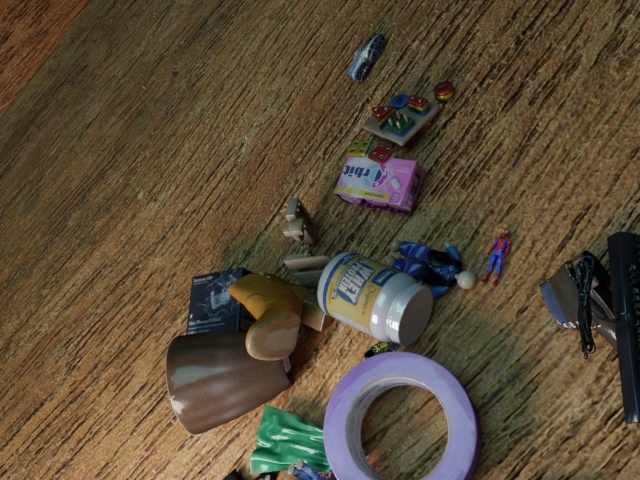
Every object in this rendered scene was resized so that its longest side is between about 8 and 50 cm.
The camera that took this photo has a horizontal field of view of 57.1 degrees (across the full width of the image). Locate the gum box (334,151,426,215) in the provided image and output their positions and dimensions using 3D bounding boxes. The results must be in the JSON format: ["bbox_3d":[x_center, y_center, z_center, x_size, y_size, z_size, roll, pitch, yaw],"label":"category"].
[{"bbox_3d":[0.136,-0.128,1.321,0.188,0.062,0.107,14,77,36],"label":"gum box"}]

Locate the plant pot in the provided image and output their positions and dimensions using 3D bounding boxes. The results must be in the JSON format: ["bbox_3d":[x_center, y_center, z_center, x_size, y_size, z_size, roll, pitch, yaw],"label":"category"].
[{"bbox_3d":[-0.179,0.282,1.265,0.230,0.215,0.216,-16,61,9],"label":"plant pot"}]

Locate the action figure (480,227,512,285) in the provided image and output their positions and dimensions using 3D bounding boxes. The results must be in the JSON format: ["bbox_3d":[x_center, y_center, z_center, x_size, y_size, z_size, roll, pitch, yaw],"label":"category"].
[{"bbox_3d":[0.347,0.029,1.147,0.038,0.030,0.115,12,74,40],"label":"action figure"}]

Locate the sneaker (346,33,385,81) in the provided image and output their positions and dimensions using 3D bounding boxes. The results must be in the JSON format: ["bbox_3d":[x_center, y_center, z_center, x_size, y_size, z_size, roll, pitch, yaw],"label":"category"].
[{"bbox_3d":[0.111,-0.471,1.496,0.058,0.052,0.135,33,88,41],"label":"sneaker"}]

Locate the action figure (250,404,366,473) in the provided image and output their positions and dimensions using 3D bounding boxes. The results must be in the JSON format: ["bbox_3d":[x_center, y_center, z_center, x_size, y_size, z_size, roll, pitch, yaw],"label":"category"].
[{"bbox_3d":[-0.019,0.414,1.181,0.232,0.063,0.137,0,68,24],"label":"action figure"}]

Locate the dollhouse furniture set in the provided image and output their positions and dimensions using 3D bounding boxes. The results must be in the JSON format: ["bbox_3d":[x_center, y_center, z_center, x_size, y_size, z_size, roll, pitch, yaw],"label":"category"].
[{"bbox_3d":[0.000,0.000,1.317,0.123,0.144,0.151,-7,51,24],"label":"dollhouse furniture set"}]

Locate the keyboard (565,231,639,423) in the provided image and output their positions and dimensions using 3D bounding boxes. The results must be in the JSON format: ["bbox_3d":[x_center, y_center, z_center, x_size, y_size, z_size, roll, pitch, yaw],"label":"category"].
[{"bbox_3d":[0.495,0.129,0.933,0.201,0.033,0.317,9,63,-2],"label":"keyboard"}]

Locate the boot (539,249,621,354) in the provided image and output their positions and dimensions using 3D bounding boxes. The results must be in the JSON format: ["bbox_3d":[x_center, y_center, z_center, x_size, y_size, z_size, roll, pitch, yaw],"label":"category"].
[{"bbox_3d":[0.469,0.137,1.013,0.106,0.082,0.219,-40,60,42],"label":"boot"}]

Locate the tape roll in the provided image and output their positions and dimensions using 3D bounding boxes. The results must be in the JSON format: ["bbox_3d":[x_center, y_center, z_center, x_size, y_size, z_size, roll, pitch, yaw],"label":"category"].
[{"bbox_3d":[0.147,0.346,1.065,0.274,0.090,0.275,-9,63,18],"label":"tape roll"}]

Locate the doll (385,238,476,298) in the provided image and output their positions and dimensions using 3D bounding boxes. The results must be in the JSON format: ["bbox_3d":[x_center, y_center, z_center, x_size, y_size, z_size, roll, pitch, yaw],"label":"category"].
[{"bbox_3d":[0.227,0.059,1.195,0.189,0.046,0.129,18,89,33],"label":"doll"}]

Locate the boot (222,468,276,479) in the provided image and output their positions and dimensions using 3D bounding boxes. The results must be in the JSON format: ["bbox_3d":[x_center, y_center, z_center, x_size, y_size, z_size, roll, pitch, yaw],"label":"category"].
[{"bbox_3d":[-0.158,0.517,1.235,0.099,0.045,0.121,25,82,42],"label":"boot"}]

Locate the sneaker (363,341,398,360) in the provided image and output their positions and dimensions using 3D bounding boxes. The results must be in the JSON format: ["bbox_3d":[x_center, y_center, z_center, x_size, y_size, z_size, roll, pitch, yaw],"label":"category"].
[{"bbox_3d":[0.123,0.222,1.194,0.083,0.035,0.031,-42,55,10],"label":"sneaker"}]

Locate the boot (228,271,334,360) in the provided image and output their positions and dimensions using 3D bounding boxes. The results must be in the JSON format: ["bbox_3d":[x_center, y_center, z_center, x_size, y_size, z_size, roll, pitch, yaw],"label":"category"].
[{"bbox_3d":[-0.122,0.147,1.233,0.211,0.295,0.104,23,108,28],"label":"boot"}]

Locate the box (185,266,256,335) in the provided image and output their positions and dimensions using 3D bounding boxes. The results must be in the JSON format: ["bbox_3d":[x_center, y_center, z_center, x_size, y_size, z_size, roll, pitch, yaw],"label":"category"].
[{"bbox_3d":[-0.227,0.160,1.401,0.155,0.093,0.158,-12,62,27],"label":"box"}]

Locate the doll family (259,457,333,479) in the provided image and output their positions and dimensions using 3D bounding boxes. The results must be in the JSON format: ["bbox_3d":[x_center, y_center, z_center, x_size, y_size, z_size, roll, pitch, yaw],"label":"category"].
[{"bbox_3d":[-0.054,0.497,1.142,0.193,0.111,0.076,-33,21,29],"label":"doll family"}]

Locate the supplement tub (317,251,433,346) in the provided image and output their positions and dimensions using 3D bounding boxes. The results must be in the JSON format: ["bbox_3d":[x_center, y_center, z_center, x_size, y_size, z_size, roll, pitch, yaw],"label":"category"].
[{"bbox_3d":[0.109,0.116,1.180,0.199,0.144,0.144,22,82,36],"label":"supplement tub"}]

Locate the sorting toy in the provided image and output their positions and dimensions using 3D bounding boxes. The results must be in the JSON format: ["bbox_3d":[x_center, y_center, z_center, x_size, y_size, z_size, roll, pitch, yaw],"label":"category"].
[{"bbox_3d":[0.172,-0.286,1.340,0.274,0.046,0.132,-44,46,-12],"label":"sorting toy"}]
